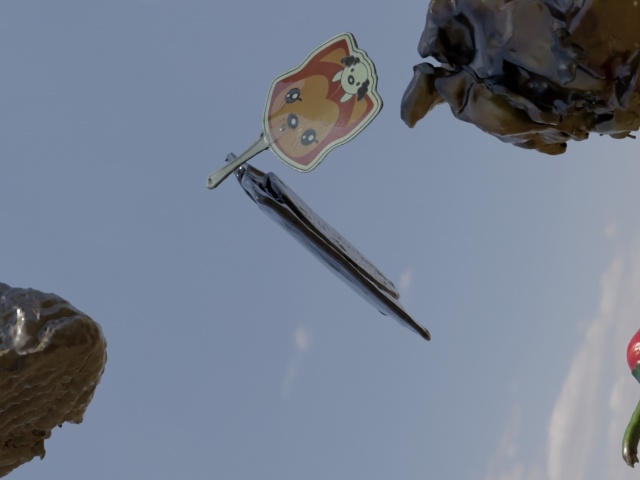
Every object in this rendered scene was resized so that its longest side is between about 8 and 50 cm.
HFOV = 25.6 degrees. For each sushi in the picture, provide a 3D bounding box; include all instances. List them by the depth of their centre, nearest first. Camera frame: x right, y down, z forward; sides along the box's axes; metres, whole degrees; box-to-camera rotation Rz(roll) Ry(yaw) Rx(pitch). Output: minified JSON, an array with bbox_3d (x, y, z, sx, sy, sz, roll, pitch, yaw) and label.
[{"bbox_3d":[0.164,-0.151,0.914,0.200,0.213,0.204,-26,-43,-43],"label":"sushi"}]

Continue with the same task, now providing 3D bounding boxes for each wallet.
[{"bbox_3d":[0.000,0.000,1.525,0.041,0.247,0.323,-47,12,-1],"label":"wallet"}]

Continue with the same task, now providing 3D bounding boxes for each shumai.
[{"bbox_3d":[-0.438,0.121,1.592,0.346,0.283,0.217,-30,-32,-10],"label":"shumai"}]

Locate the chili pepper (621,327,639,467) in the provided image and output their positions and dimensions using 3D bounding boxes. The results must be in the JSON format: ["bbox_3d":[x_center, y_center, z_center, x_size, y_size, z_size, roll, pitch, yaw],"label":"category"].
[{"bbox_3d":[0.386,0.093,1.252,0.368,0.092,0.137,-10,-105,-33],"label":"chili pepper"}]

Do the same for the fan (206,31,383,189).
[{"bbox_3d":[-0.033,-0.115,1.408,0.009,0.220,0.132,32,-149,-48],"label":"fan"}]
